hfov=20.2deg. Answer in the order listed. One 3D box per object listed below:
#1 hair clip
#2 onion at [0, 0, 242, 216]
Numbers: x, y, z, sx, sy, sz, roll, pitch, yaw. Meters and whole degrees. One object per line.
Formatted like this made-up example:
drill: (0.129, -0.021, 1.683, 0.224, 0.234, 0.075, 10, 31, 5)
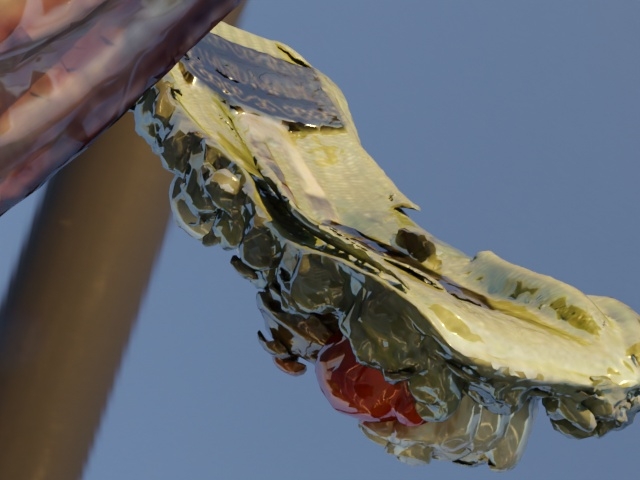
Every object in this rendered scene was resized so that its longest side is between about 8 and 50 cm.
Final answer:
hair clip: (-0.001, 0.001, 0.729, 0.321, 0.138, 0.091, 47, -61, 53)
onion: (-0.159, -0.121, 0.383, 0.280, 0.314, 0.146, -37, -126, -12)
